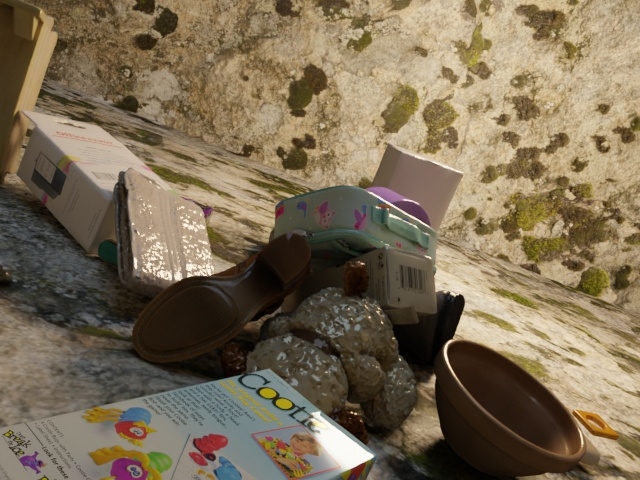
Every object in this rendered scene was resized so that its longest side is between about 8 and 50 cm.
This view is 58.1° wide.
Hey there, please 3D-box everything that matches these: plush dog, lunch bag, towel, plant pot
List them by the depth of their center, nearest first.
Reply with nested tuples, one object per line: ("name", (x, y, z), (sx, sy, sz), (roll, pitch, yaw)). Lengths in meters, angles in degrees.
("plush dog", (-0.004, 0.163, 0.769), (0.262, 0.211, 0.225), (24, 39, 20))
("plant pot", (0.253, 0.262, 0.847), (0.237, 0.110, 0.237), (27, 19, -10))
("towel", (-0.260, -0.001, 0.981), (0.187, 0.049, 0.282), (32, 26, -42))
("lunch bag", (0.064, 0.001, 1.006), (0.224, 0.108, 0.279), (-6, -19, 44))

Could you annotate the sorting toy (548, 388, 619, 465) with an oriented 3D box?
("sorting toy", (0.370, 0.315, 1.022), (0.347, 0.047, 0.196), (20, 17, -8))

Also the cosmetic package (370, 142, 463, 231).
("cosmetic package", (0.222, -0.063, 1.614), (0.196, 0.366, 0.155), (19, 13, -14))

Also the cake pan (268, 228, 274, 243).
("cake pan", (0.000, 0.000, 1.455), (0.292, 0.054, 0.293), (-1, 11, 0))

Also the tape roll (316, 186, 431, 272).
("tape roll", (0.123, 0.022, 1.297), (0.274, 0.275, 0.090), (9, 18, -44))

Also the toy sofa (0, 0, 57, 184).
("toy sofa", (-0.666, -0.307, 1.154), (0.150, 0.363, 0.177), (18, 2, -16))

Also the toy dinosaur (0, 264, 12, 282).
("toy dinosaur", (-0.544, 0.010, 0.739), (0.268, 0.064, 0.118), (4, 28, -44))

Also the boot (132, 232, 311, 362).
("boot", (-0.140, 0.095, 0.880), (0.109, 0.283, 0.220), (50, -16, 6))

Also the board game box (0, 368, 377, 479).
("board game box", (-0.106, 0.210, 0.428), (0.144, 0.142, 0.275), (30, 15, 34))

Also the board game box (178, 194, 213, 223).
("board game box", (-0.451, -0.106, 1.412), (0.346, 0.056, 0.208), (21, 8, -2))

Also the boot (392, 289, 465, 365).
("boot", (0.131, 0.141, 1.052), (0.222, 0.118, 0.338), (24, -19, 14))

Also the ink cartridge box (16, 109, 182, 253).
("ink cartridge box", (-0.457, -0.119, 1.169), (0.353, 0.119, 0.207), (39, 19, 27))

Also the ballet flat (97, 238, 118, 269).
("ballet flat", (-0.318, 0.041, 0.996), (0.168, 0.057, 0.052), (30, 5, 32))

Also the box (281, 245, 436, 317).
("box", (0.054, 0.095, 0.955), (0.113, 0.094, 0.275), (15, -24, -37))
